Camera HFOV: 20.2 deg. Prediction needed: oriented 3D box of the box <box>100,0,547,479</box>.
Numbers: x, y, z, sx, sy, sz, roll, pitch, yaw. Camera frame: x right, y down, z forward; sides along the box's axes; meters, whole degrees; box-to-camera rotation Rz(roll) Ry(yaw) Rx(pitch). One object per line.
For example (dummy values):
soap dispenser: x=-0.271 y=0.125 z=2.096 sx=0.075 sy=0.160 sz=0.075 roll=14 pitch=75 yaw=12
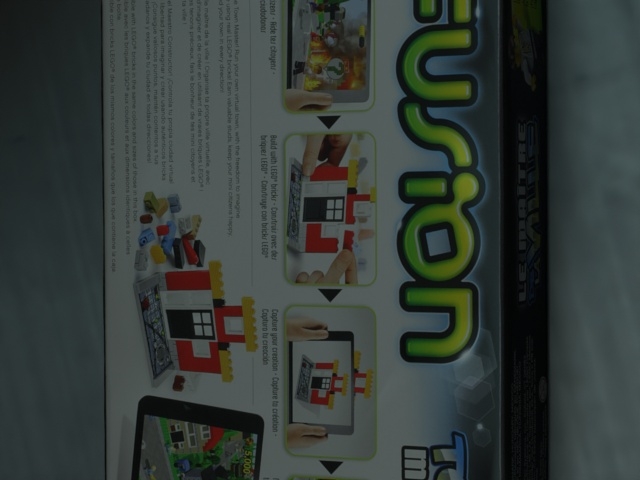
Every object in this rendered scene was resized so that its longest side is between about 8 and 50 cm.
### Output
box: x=0.000 y=0.000 z=0.459 sx=0.114 sy=0.036 sz=0.207 roll=1 pitch=91 yaw=25
